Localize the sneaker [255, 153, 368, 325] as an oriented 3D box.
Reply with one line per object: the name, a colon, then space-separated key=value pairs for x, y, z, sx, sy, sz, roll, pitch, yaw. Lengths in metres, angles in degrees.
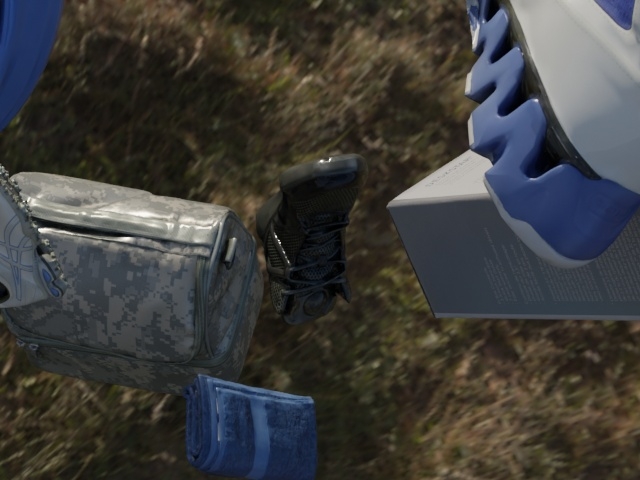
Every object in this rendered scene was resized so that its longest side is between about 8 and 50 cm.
sneaker: x=0.000 y=0.000 z=1.490 sx=0.087 sy=0.227 sz=0.130 roll=-8 pitch=74 yaw=-20

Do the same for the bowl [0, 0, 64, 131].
bowl: x=-0.368 y=-0.204 z=1.079 sx=0.391 sy=0.391 sz=0.077 roll=37 pitch=29 yaw=-6

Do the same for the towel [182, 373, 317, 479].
towel: x=-0.046 y=0.134 z=1.107 sx=0.119 sy=0.029 sz=0.067 roll=20 pitch=59 yaw=-49

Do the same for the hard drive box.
hard drive box: x=0.187 y=-0.031 z=0.994 sx=0.181 sy=0.232 sz=0.089 roll=-33 pitch=107 yaw=-30

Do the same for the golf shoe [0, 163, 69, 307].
golf shoe: x=-0.318 y=0.001 z=1.584 sx=0.086 sy=0.069 sz=0.176 roll=-24 pitch=127 yaw=-6

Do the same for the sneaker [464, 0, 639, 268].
sneaker: x=0.159 y=-0.159 z=0.829 sx=0.127 sy=0.182 sz=0.316 roll=17 pitch=53 yaw=-48

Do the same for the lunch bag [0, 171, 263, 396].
lunch bag: x=-0.234 y=0.037 z=1.889 sx=0.305 sy=0.256 sz=0.213 roll=10 pitch=60 yaw=10
